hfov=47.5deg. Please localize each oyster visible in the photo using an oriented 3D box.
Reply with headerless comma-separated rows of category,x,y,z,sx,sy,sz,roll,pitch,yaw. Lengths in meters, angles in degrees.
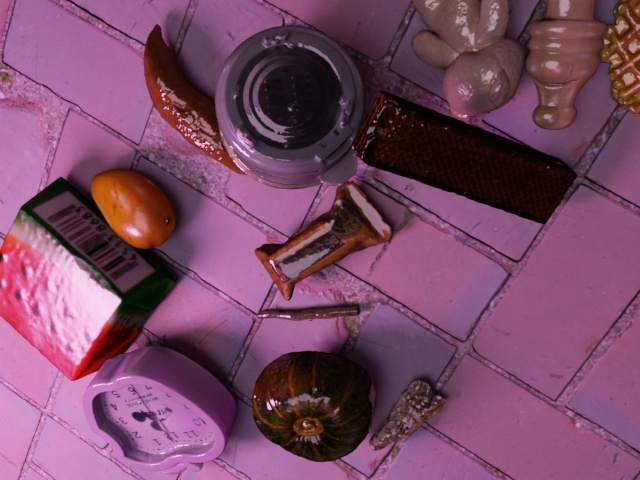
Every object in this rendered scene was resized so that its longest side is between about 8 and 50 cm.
oyster,0.179,0.367,1.488,0.106,0.061,0.199,26,114,11

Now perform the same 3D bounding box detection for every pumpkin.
pumpkin,-0.012,0.324,1.492,0.261,0.189,0.260,4,126,5

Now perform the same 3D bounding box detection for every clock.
clock,-0.362,0.392,1.650,0.339,0.102,0.338,7,126,10

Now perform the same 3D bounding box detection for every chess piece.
chess piece,0.393,-0.328,1.143,0.124,0.139,0.307,17,113,40

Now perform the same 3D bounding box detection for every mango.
mango,-0.406,-0.074,1.551,0.219,0.112,0.144,37,119,12

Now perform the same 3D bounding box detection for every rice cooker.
rice cooker,-0.049,-0.224,1.268,0.317,0.316,0.264,43,88,4

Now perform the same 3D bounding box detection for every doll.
doll,0.251,-0.347,1.214,0.150,0.175,0.278,-21,89,-12

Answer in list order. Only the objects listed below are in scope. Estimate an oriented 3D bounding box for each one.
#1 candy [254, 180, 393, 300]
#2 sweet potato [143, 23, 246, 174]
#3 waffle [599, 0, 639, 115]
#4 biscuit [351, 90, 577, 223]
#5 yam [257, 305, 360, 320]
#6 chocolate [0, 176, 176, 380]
candy,0.000,0.000,1.424,0.271,0.101,0.143,-32,99,21
sweet potato,-0.261,-0.259,1.448,0.106,0.095,0.354,-36,90,-1
waffle,0.558,-0.312,1.131,0.244,0.059,0.237,9,113,21
biscuit,0.237,-0.132,1.187,0.389,0.073,0.107,15,117,-23
yam,-0.027,0.155,1.524,0.234,0.029,0.027,-5,77,24
chocolate,-0.562,0.102,1.641,0.360,0.161,0.341,41,120,5
